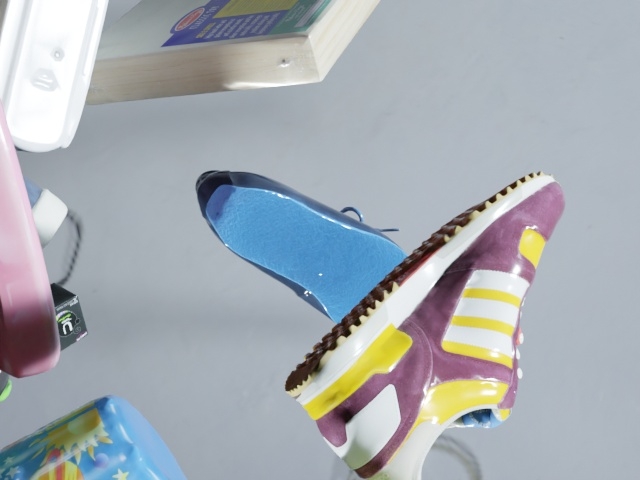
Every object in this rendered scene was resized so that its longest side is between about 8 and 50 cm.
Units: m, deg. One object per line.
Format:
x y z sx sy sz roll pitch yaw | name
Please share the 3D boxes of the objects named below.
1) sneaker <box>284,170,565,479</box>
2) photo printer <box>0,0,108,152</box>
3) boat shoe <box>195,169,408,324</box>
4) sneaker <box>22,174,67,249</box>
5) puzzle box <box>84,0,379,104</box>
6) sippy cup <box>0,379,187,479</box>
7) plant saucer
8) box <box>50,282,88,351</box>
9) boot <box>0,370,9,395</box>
0.068 0.042 0.583 0.084 0.185 0.069 51 151 -1 | sneaker
-0.336 -0.220 1.216 0.307 0.107 0.256 10 86 47 | photo printer
0.000 0.000 1.080 0.109 0.258 0.089 -49 38 1 | boat shoe
-0.338 0.010 1.115 0.148 0.350 0.131 38 102 -16 | sneaker
-0.068 -0.266 1.359 0.272 0.409 0.052 -2 120 23 | puzzle box
-0.268 0.293 1.341 0.224 0.305 0.240 -37 55 -2 | sippy cup
-0.240 -0.071 0.719 0.084 0.332 0.332 -18 91 -17 | plant saucer
-0.335 0.102 1.486 0.052 0.083 0.062 22 133 40 | box
-0.264 0.121 0.799 0.088 0.244 0.176 28 75 -6 | boot
